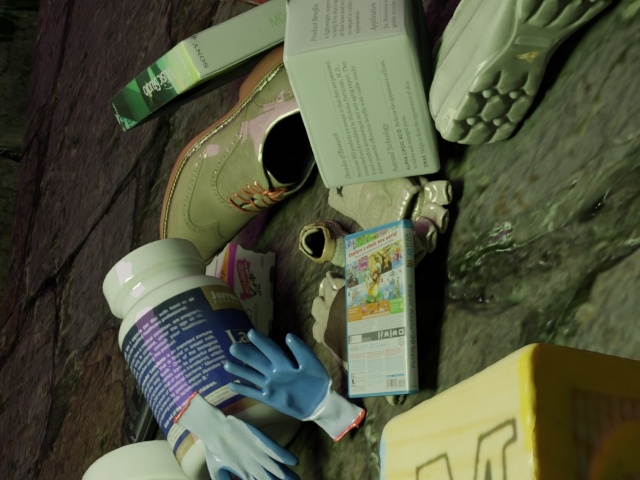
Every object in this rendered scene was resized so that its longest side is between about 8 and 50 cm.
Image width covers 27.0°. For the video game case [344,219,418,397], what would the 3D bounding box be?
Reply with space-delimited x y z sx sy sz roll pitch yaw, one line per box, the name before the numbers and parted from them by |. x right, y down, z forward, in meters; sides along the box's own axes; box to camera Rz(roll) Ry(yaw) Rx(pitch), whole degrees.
video game case | 0.059 0.070 1.315 0.119 0.015 0.166 -17 73 62

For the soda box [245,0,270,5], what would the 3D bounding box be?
soda box | -0.167 -0.389 1.834 0.092 0.263 0.083 31 106 66

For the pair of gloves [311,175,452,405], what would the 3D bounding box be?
pair of gloves | 0.059 0.032 1.381 0.204 0.042 0.240 26 110 61

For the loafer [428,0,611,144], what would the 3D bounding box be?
loafer | 0.176 -0.216 1.143 0.319 0.112 0.111 -55 40 44

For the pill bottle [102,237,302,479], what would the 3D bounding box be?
pill bottle | -0.144 0.136 1.554 0.264 0.153 0.153 58 137 24

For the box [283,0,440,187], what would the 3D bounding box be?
box | 0.043 -0.180 1.301 0.182 0.119 0.181 71 -165 -47

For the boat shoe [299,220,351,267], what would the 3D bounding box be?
boat shoe | 0.000 0.000 1.535 0.135 0.045 0.050 -163 86 -67

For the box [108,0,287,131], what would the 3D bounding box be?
box | -0.126 -0.240 1.738 0.058 0.232 0.322 62 155 -4

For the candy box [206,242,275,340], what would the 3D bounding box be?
candy box | -0.138 0.121 1.767 0.233 0.071 0.159 -41 43 55

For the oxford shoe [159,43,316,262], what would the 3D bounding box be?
oxford shoe | -0.093 -0.083 1.662 0.348 0.123 0.130 -55 36 28

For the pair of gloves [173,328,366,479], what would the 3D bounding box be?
pair of gloves | -0.060 0.191 1.409 0.198 0.159 0.023 -49 7 19

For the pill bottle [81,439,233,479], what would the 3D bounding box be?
pill bottle | -0.175 0.439 1.501 0.392 0.224 0.224 -100 31 -43

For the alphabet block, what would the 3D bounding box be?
alphabet block | 0.165 0.194 0.871 0.197 0.192 0.193 138 136 -57

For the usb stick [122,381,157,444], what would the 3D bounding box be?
usb stick | -0.238 0.188 2.005 0.278 0.045 0.077 -67 32 24
